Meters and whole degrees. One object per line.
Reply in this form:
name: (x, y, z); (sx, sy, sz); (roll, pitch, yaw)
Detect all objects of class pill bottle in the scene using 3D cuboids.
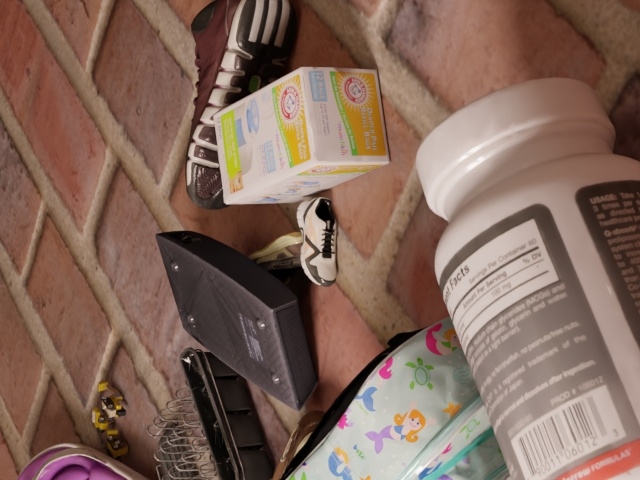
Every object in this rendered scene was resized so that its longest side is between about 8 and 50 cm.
pill bottle: (0.218, 0.059, 1.185); (0.210, 0.210, 0.363); (-47, 53, 46)

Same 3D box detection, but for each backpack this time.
backpack: (0.096, 0.196, 1.365); (0.191, 0.225, 0.253); (41, 122, 21)

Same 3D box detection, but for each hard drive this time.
hard drive: (-0.100, 0.088, 1.739); (0.255, 0.054, 0.172); (29, 141, 46)

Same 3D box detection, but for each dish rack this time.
dish rack: (-0.162, 0.288, 1.880); (0.271, 0.074, 0.208); (-52, 49, 44)

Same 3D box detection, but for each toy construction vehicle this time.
toy construction vehicle: (-0.312, 0.268, 2.145); (0.098, 0.035, 0.086); (43, 136, 50)

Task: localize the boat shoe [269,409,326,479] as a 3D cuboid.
boat shoe: (-0.024, 0.315, 1.676); (0.257, 0.095, 0.095); (-68, 26, 21)

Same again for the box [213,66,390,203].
box: (-0.024, -0.117, 1.634); (0.203, 0.103, 0.114); (-19, 76, 55)

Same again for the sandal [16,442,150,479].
sandal: (-0.371, 0.375, 2.094); (0.416, 0.102, 0.169); (-8, 67, 50)

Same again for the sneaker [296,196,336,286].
sneaker: (0.000, 0.000, 1.659); (0.044, 0.040, 0.109); (-30, 66, 50)

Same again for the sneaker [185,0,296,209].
sneaker: (-0.120, -0.188, 1.794); (0.162, 0.106, 0.281); (36, 110, 56)

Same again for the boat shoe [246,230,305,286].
boat shoe: (-0.057, 0.035, 1.731); (0.152, 0.056, 0.049); (-38, 57, 51)
